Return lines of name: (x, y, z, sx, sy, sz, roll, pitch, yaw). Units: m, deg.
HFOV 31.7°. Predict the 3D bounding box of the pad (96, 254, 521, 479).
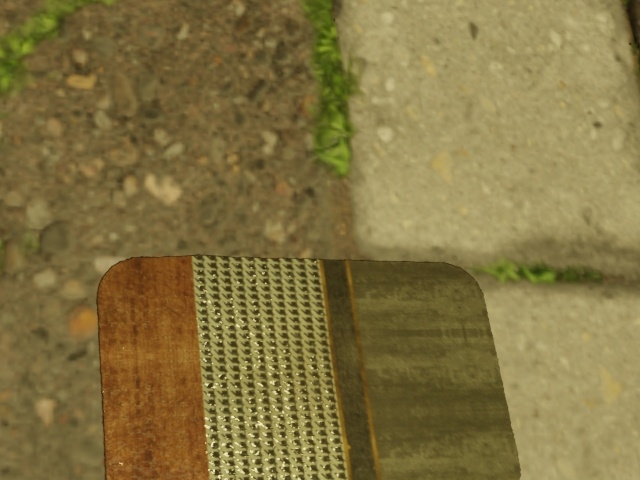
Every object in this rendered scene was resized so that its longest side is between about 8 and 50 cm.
pad: (-0.007, 0.003, 0.681, 0.250, 0.055, 0.323, 0, 82, -17)
